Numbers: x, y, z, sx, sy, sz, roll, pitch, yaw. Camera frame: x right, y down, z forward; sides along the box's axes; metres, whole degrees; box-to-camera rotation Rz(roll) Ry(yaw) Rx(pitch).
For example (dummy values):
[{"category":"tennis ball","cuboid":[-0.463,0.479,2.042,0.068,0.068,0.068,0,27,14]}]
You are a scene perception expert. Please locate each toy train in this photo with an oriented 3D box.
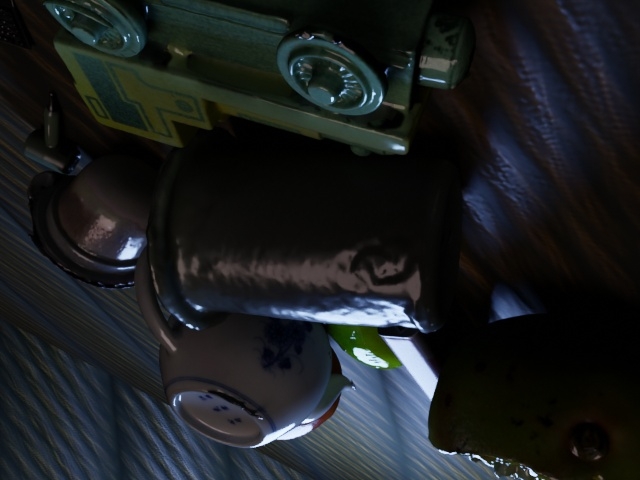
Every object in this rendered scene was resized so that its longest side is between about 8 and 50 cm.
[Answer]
[{"category":"toy train","cuboid":[-0.058,-0.163,0.512,0.369,0.150,0.237,18,158,12]}]

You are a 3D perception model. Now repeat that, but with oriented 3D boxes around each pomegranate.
[{"category":"pomegranate","cuboid":[0.307,0.203,0.766,0.310,0.216,0.358,13,179,13]}]

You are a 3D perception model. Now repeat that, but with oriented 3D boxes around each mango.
[{"category":"mango","cuboid":[0.056,0.106,0.874,0.125,0.111,0.233,-14,133,40]}]

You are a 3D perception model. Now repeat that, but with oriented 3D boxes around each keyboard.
[{"category":"keyboard","cuboid":[-0.448,-0.287,0.722,0.196,0.015,0.074,19,149,9]}]

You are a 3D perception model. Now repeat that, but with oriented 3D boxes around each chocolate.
[{"category":"chocolate","cuboid":[-0.297,-0.055,0.850,0.221,0.221,0.147,32,124,-12]}]

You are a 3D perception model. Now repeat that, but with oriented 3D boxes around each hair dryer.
[{"category":"hair dryer","cuboid":[-0.389,-0.163,0.861,0.071,0.047,0.150,26,140,-6]}]

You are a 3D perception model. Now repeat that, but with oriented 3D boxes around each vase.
[{"category":"vase","cuboid":[0.000,0.000,0.652,0.291,0.245,0.245,6,145,19]}]

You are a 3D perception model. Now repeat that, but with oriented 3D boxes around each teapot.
[{"category":"teapot","cuboid":[-0.101,0.147,0.887,0.252,0.280,0.424,-25,120,40]}]

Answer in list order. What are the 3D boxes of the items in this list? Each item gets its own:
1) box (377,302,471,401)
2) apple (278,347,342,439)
[{"category":"box","cuboid":[0.164,0.146,0.849,0.069,0.120,0.224,-2,139,34]},{"category":"apple","cuboid":[-0.073,0.258,1.103,0.218,0.218,0.201,-14,130,48]}]
